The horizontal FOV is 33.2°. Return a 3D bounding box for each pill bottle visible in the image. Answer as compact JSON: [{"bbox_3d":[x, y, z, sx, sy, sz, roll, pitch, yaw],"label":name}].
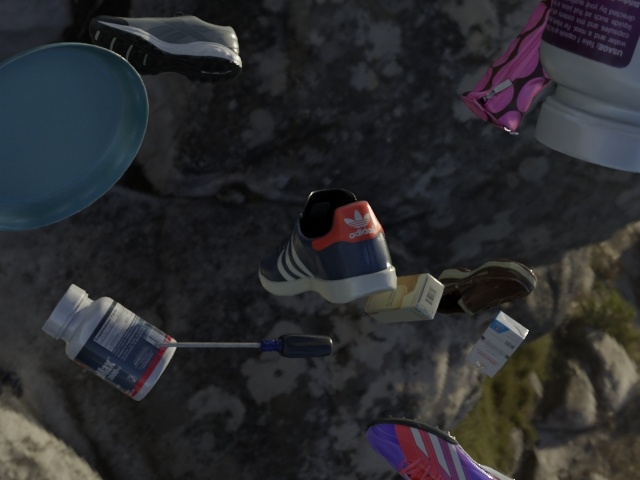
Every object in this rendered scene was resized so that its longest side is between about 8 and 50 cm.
[{"bbox_3d":[0.312,-0.226,1.046,0.169,0.302,0.169,14,17,-5],"label":"pill bottle"},{"bbox_3d":[-0.314,0.147,1.590,0.180,0.108,0.108,34,47,-8],"label":"pill bottle"}]

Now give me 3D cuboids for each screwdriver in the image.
[{"bbox_3d":[-0.067,0.096,0.964,0.169,0.024,0.025,0,31,-27],"label":"screwdriver"}]

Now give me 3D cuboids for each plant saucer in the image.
[{"bbox_3d":[-0.392,-0.150,1.518,0.317,0.318,0.044,-10,46,-42],"label":"plant saucer"}]

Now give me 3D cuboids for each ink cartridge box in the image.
[{"bbox_3d":[0.243,0.144,1.484,0.048,0.083,0.028,36,33,7],"label":"ink cartridge box"}]

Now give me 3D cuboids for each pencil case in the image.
[{"bbox_3d":[0.271,-0.238,1.366,0.095,0.209,0.098,39,8,28],"label":"pencil case"}]

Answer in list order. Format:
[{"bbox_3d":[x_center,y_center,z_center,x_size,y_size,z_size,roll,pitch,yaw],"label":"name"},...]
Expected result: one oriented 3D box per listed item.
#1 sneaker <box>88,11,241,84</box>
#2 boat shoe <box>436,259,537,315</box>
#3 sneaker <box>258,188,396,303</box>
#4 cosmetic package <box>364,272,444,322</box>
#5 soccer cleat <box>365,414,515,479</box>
[{"bbox_3d":[-0.272,-0.353,1.894,0.271,0.100,0.108,9,61,-19],"label":"sneaker"},{"bbox_3d":[0.305,0.105,2.044,0.095,0.257,0.095,43,64,-16],"label":"boat shoe"},{"bbox_3d":[0.000,0.000,1.559,0.131,0.350,0.148,-14,96,-26],"label":"sneaker"},{"bbox_3d":[0.125,0.087,1.608,0.041,0.115,0.060,37,61,-30],"label":"cosmetic package"},{"bbox_3d":[0.203,0.395,1.741,0.318,0.108,0.116,34,49,-16],"label":"soccer cleat"}]
